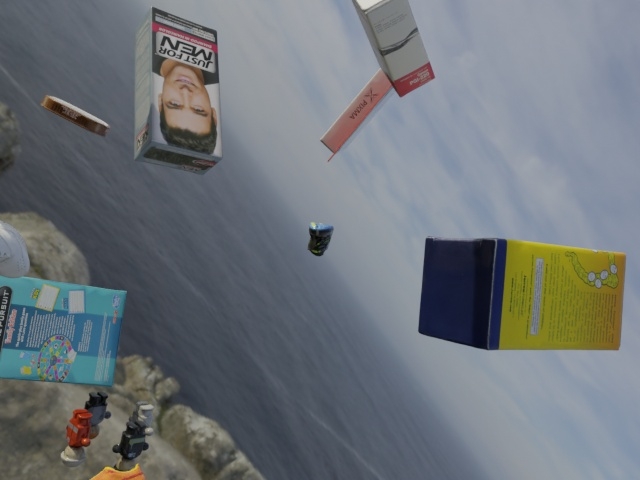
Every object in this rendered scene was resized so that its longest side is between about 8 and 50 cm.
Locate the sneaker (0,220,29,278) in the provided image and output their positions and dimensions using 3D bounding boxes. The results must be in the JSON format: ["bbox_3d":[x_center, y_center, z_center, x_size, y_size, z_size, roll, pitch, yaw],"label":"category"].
[{"bbox_3d":[-0.659,0.005,1.202,0.129,0.111,0.297,52,-7,31],"label":"sneaker"}]

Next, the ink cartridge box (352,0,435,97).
[{"bbox_3d":[0.146,-0.438,1.319,0.218,0.092,0.159,54,11,-43],"label":"ink cartridge box"}]

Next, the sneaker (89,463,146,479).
[{"bbox_3d":[-0.395,0.443,1.117,0.175,0.064,0.067,5,47,-49],"label":"sneaker"}]

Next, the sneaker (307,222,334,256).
[{"bbox_3d":[0.000,0.000,1.738,0.067,0.078,0.188,9,-16,4],"label":"sneaker"}]

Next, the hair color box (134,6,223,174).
[{"bbox_3d":[-0.353,-0.366,1.556,0.185,0.113,0.375,9,66,-37],"label":"hair color box"}]

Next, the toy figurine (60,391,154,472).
[{"bbox_3d":[-0.549,0.507,1.646,0.213,0.148,0.209,13,5,-8],"label":"toy figurine"}]

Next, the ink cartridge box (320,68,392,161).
[{"bbox_3d":[0.114,-0.349,1.638,0.066,0.296,0.261,42,19,0],"label":"ink cartridge box"}]

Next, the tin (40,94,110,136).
[{"bbox_3d":[-0.669,-0.342,1.727,0.189,0.040,0.106,27,2,-6],"label":"tin"}]

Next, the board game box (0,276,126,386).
[{"bbox_3d":[-0.690,0.233,1.611,0.336,0.254,0.079,13,-16,-30],"label":"board game box"}]

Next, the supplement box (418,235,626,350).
[{"bbox_3d":[0.392,0.102,1.220,0.356,0.195,0.194,6,-2,-30],"label":"supplement box"}]
